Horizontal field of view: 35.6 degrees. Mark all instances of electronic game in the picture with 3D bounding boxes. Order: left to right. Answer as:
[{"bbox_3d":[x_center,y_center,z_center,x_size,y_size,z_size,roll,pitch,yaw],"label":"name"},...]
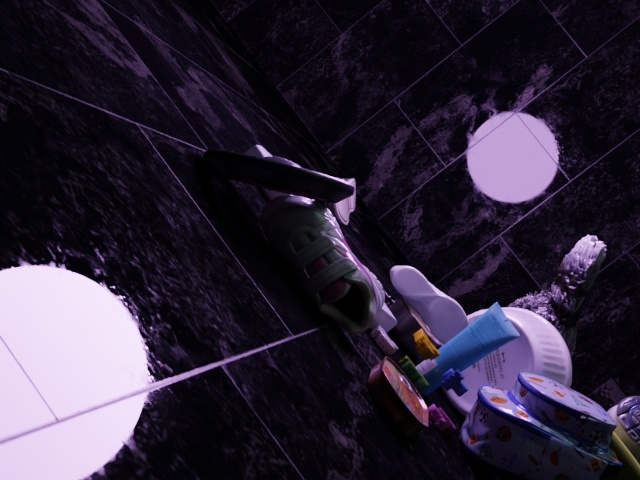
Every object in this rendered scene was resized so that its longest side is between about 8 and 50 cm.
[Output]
[{"bbox_3d":[-0.061,-0.099,1.479,0.229,0.048,0.229,13,0,0],"label":"electronic game"}]

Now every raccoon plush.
[{"bbox_3d":[0.428,0.156,2.246,0.299,0.447,0.216,28,0,31],"label":"raccoon plush"}]

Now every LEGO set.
[{"bbox_3d":[0.178,0.219,1.713,0.227,0.087,0.093,53,6,14],"label":"LEGO set"}]

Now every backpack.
[{"bbox_3d":[0.388,0.353,1.783,0.263,0.213,0.276,17,0,3],"label":"backpack"}]

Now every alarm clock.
[{"bbox_3d":[0.173,0.166,2.037,0.192,0.064,0.129,55,7,4],"label":"alarm clock"}]

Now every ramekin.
[{"bbox_3d":[0.366,0.263,2.050,0.127,0.273,0.273,21,29,-53],"label":"ramekin"}]

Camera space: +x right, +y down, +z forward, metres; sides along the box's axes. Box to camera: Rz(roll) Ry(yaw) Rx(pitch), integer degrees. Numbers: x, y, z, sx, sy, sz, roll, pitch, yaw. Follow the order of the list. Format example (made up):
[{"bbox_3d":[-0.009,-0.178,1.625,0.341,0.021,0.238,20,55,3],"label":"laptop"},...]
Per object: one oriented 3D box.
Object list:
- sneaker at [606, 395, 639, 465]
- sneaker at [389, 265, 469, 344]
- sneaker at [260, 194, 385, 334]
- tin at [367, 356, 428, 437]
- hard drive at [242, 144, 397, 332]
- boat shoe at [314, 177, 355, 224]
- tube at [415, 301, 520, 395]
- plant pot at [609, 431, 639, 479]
[{"bbox_3d":[0.690,0.451,2.033,0.297,0.111,0.129,59,-17,8],"label":"sneaker"},{"bbox_3d":[0.220,0.127,2.026,0.212,0.080,0.094,49,-4,-10],"label":"sneaker"},{"bbox_3d":[0.010,0.037,1.466,0.252,0.103,0.111,46,11,-16],"label":"sneaker"},{"bbox_3d":[0.113,0.227,1.453,0.106,0.040,0.189,56,7,2],"label":"tin"},{"bbox_3d":[0.000,0.000,1.821,0.353,0.047,0.233,55,7,28],"label":"hard drive"},{"bbox_3d":[0.022,-0.095,2.355,0.335,0.095,0.112,-38,126,-80],"label":"boat shoe"},{"bbox_3d":[0.256,0.201,1.805,0.080,0.207,0.052,58,9,29],"label":"tube"},{"bbox_3d":[0.526,0.494,2.062,0.227,0.228,0.207,54,0,8],"label":"plant pot"}]
